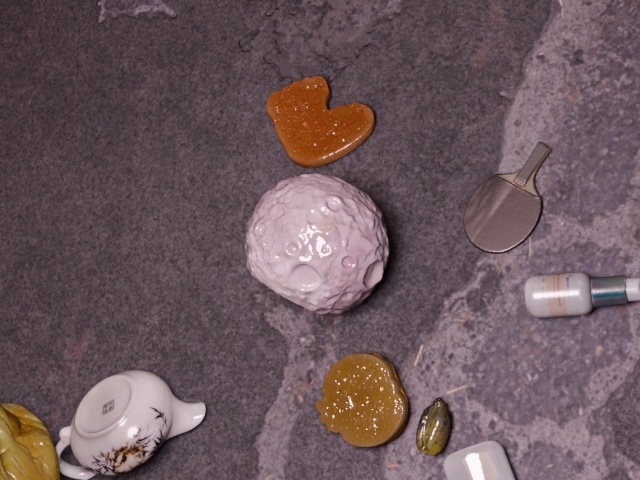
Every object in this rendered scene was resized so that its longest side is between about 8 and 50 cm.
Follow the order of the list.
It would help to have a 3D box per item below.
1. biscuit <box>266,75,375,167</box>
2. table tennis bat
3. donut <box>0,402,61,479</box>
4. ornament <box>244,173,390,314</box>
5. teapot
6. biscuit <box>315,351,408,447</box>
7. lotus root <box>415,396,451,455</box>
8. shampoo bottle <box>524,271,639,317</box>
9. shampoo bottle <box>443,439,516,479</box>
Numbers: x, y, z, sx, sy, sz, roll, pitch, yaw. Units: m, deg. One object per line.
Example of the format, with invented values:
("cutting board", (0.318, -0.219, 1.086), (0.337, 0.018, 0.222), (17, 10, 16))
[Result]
("biscuit", (0.002, -0.239, 2.030), (0.186, 0.036, 0.192), (-29, 66, 8))
("table tennis bat", (0.340, -0.077, 1.857), (0.130, 0.019, 0.220), (33, 90, 25))
("donut", (-0.626, 0.469, 1.955), (0.360, 0.170, 0.360), (-11, 74, 41))
("ornament", (0.000, 0.000, 1.838), (0.259, 0.259, 0.225), (29, 93, 26))
("teapot", (-0.377, 0.351, 1.954), (0.299, 0.166, 0.208), (-34, 47, 20))
("biscuit", (0.074, 0.284, 1.839), (0.170, 0.050, 0.170), (-5, 78, 27))
("lotus root", (0.194, 0.316, 1.779), (0.054, 0.049, 0.099), (11, 79, 33))
("shampoo bottle", (0.438, 0.088, 1.737), (0.192, 0.074, 0.074), (-5, 73, 20))
("shampoo bottle", (0.280, 0.444, 1.705), (0.108, 0.051, 0.221), (-21, 67, 9))
